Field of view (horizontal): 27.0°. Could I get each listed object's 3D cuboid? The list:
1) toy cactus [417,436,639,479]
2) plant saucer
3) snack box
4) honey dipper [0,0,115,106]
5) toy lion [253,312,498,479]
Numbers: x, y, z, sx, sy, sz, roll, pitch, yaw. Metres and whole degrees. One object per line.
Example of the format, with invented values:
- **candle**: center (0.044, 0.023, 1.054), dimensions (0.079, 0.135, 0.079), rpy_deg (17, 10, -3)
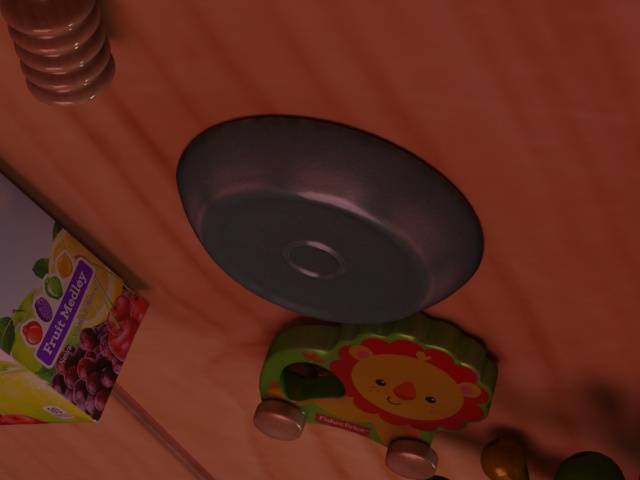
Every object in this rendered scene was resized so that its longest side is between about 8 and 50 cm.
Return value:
- **toy cactus**: center (0.150, 0.142, 0.585), dimensions (0.219, 0.112, 0.180), rpy_deg (-12, 149, 26)
- **plant saucer**: center (0.000, 0.000, 0.496), dimensions (0.119, 0.021, 0.119), rpy_deg (13, 148, 8)
- **snack box**: center (-0.206, 0.003, 0.561), dimensions (0.175, 0.070, 0.207), rpy_deg (-9, 138, 38)
- **honey dipper**: center (-0.086, -0.102, 0.376), dimensions (0.031, 0.030, 0.160), rpy_deg (11, 144, 12)
- **toy lion**: center (0.024, 0.060, 0.575), dimensions (0.100, 0.034, 0.096), rpy_deg (15, 142, 6)
